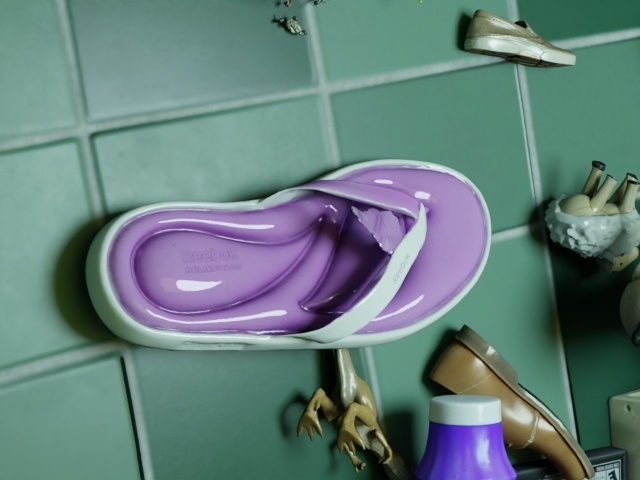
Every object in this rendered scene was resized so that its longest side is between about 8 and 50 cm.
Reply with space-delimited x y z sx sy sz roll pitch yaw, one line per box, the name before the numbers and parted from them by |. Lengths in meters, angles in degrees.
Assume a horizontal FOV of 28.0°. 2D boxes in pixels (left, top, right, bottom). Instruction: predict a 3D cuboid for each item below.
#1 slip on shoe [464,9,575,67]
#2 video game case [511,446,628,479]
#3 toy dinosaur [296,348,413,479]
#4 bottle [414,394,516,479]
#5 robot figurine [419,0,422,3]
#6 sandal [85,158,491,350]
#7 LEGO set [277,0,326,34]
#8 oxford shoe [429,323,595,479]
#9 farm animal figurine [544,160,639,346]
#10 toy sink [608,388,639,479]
slip on shoe | 0.206 -0.203 1.307 0.135 0.051 0.041 6 89 -27
video game case | 0.218 0.355 1.326 0.275 0.035 0.248 -3 92 -36
toy dinosaur | 0.026 0.142 1.188 0.112 0.064 0.211 -39 115 -57
bottle | 0.133 0.286 1.188 0.118 0.092 0.282 -1 91 -32
robot figurine | 0.088 -0.283 1.211 0.101 0.067 0.115 16 80 -6
sandal | 0.005 0.015 1.113 0.416 0.102 0.169 -13 81 -33
LEGO set | -0.014 -0.228 1.172 0.083 0.023 0.054 -49 114 -10
oxford shoe | 0.190 0.179 1.287 0.212 0.076 0.076 44 87 -14
farm animal figurine | 0.422 0.072 1.321 0.327 0.330 0.172 6 116 -37
toy sink | 0.457 0.213 1.421 0.234 0.153 0.131 -7 94 -34
